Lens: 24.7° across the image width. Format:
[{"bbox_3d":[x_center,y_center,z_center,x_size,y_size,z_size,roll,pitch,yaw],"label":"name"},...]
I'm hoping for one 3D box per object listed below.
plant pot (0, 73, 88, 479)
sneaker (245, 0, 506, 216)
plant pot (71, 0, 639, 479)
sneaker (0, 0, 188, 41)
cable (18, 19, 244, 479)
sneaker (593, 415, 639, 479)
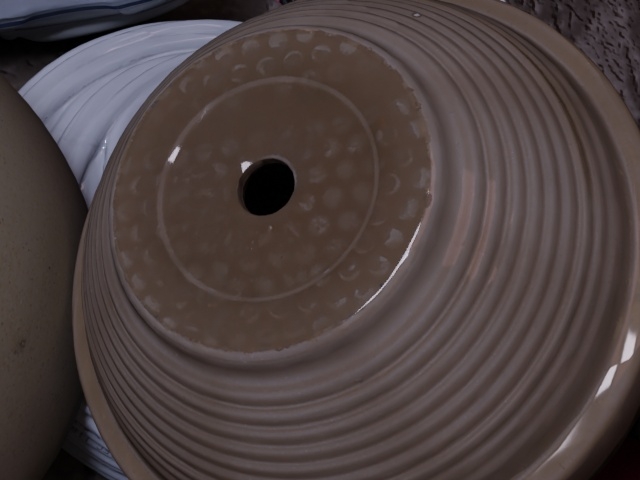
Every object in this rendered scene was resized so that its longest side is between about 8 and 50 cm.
[{"bbox_3d":[-0.239,-0.001,0.552,0.284,0.191,0.284,-1,69,1],"label":"plant pot"},{"bbox_3d":[0.009,-0.073,0.670,0.147,0.104,0.295,-21,75,-32],"label":"sneaker"},{"bbox_3d":[0.000,0.000,0.527,0.237,0.110,0.237,-7,69,21],"label":"plant pot"},{"bbox_3d":[-0.181,-0.134,0.758,0.258,0.091,0.094,-2,74,3],"label":"sneaker"},{"bbox_3d":[-0.045,0.006,0.727,0.257,0.089,0.257,21,59,-7],"label":"cable"},{"bbox_3d":[0.192,0.119,0.602,0.483,0.202,0.185,-25,75,-3],"label":"sneaker"}]
